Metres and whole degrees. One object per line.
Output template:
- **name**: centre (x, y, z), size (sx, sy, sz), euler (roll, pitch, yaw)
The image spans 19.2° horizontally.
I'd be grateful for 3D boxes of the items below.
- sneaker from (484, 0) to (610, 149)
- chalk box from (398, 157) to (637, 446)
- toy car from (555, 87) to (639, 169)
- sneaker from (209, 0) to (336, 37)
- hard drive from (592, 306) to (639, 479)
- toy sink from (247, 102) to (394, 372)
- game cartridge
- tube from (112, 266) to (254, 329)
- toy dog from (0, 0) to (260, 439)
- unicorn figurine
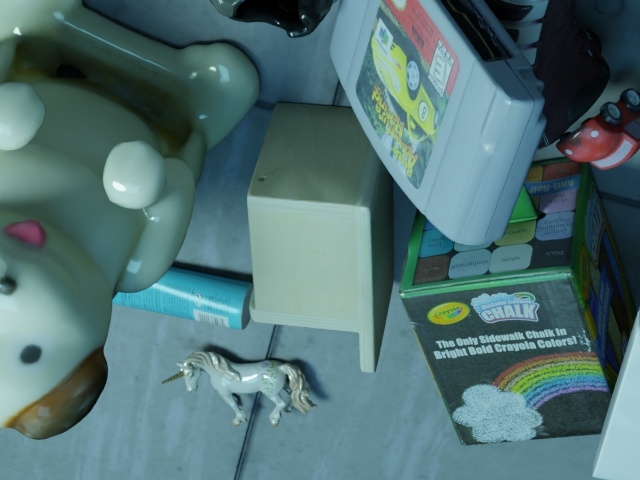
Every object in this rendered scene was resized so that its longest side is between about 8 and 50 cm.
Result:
- **sneaker**: centre (0.201, -0.208, 1.712), size (0.106, 0.162, 0.281), euler (29, 122, 38)
- **chalk box**: centre (0.194, 0.039, 1.889), size (0.180, 0.179, 0.289), euler (-7, 128, 20)
- **toy car**: centre (0.321, -0.134, 1.722), size (0.225, 0.239, 0.053), euler (-36, 87, 9)
- **sneaker**: centre (-0.086, -0.260, 1.731), size (0.234, 0.106, 0.078), euler (29, 130, -13)
- **hard drive**: centre (0.431, 0.173, 1.759), size (0.318, 0.040, 0.210), euler (11, 133, 3)
- **toy sink**: centre (0.000, 0.000, 1.915), size (0.131, 0.153, 0.234), euler (5, 133, 9)
- **game cartridge**: centre (0.095, -0.145, 1.685), size (0.060, 0.294, 0.196), euler (-12, 139, -22)
- **tube**: centre (-0.178, 0.053, 2.077), size (0.207, 0.052, 0.080), euler (11, 128, 10)
- **toy dog**: centre (-0.284, -0.012, 1.795), size (0.284, 0.408, 0.395), euler (32, 130, -15)
- **unicorn figurine**: centre (-0.092, 0.165, 2.155), size (0.162, 0.060, 0.111), euler (-13, 128, 3)
